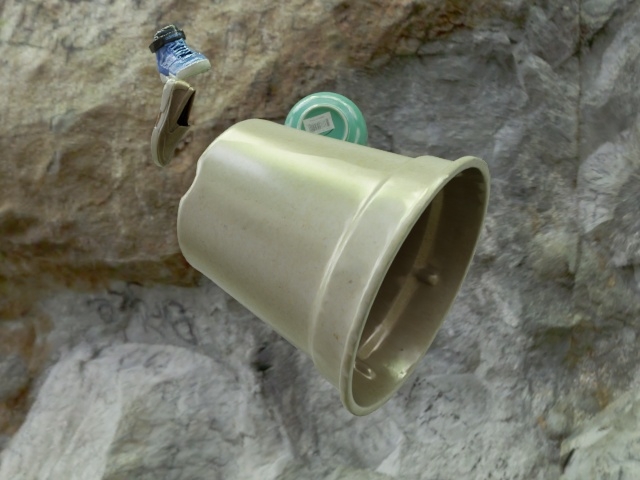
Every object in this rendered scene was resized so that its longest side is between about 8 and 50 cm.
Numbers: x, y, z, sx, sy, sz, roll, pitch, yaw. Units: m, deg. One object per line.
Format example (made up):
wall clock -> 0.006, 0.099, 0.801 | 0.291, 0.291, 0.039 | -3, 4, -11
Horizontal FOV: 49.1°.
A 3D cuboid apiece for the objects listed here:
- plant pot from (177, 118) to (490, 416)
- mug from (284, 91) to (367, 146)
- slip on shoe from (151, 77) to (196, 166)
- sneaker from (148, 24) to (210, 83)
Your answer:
plant pot -> 0.000, 0.000, 0.890 | 0.305, 0.334, 0.334 | 26, -75, 24
mug -> 0.002, -0.149, 1.076 | 0.129, 0.097, 0.158 | 25, -91, 5
slip on shoe -> -0.213, -0.168, 1.030 | 0.041, 0.051, 0.135 | 21, -71, 11
sneaker -> -0.226, -0.298, 1.106 | 0.152, 0.058, 0.085 | 16, -54, 61
